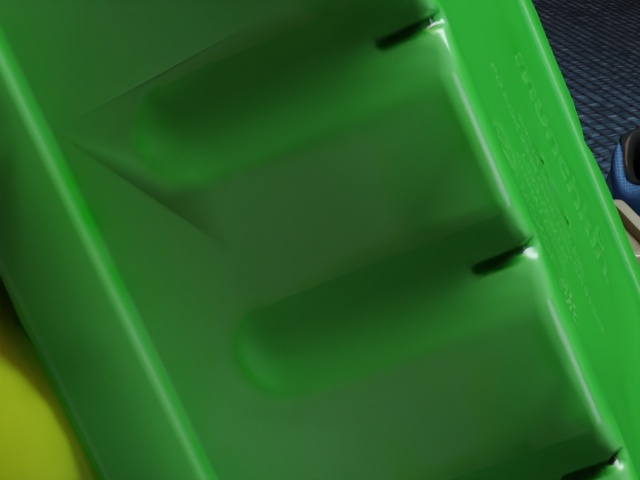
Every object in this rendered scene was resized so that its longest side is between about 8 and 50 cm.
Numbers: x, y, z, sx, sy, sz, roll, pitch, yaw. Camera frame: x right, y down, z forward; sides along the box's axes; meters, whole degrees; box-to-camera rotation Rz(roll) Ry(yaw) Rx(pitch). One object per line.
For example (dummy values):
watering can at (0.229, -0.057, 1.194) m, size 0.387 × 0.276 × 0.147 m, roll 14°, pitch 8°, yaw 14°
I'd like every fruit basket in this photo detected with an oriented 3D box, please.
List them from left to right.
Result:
fruit basket at (-0.066, 0.041, 0.513) m, size 0.392 × 0.392 × 0.283 m, roll 19°, pitch 23°, yaw 12°

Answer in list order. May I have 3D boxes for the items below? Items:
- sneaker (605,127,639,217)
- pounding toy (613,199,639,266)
sneaker at (0.330, -0.006, 0.966) m, size 0.129 × 0.147 × 0.330 m, roll -14°, pitch 27°, yaw -23°
pounding toy at (0.211, 0.039, 0.927) m, size 0.141 × 0.100 × 0.130 m, roll -1°, pitch 24°, yaw -8°
